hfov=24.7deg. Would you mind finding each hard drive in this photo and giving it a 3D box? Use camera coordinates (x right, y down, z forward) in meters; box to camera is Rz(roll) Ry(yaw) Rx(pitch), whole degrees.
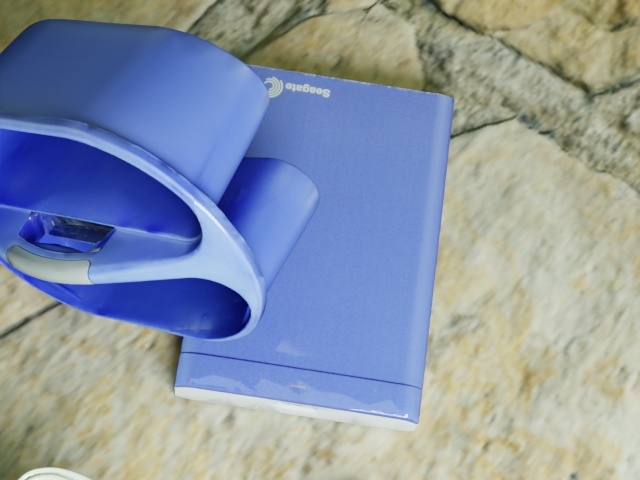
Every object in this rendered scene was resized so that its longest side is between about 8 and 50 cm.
[{"bbox_3d":[0.000,0.000,1.308,0.210,0.040,0.319,9,65,-1],"label":"hard drive"}]

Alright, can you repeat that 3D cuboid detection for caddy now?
[{"bbox_3d":[-0.171,-0.035,1.173,0.341,0.241,0.179,10,52,36],"label":"caddy"}]

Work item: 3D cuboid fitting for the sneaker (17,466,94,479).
[{"bbox_3d":[-0.139,0.297,1.093,0.108,0.169,0.292,-40,76,-22],"label":"sneaker"}]
